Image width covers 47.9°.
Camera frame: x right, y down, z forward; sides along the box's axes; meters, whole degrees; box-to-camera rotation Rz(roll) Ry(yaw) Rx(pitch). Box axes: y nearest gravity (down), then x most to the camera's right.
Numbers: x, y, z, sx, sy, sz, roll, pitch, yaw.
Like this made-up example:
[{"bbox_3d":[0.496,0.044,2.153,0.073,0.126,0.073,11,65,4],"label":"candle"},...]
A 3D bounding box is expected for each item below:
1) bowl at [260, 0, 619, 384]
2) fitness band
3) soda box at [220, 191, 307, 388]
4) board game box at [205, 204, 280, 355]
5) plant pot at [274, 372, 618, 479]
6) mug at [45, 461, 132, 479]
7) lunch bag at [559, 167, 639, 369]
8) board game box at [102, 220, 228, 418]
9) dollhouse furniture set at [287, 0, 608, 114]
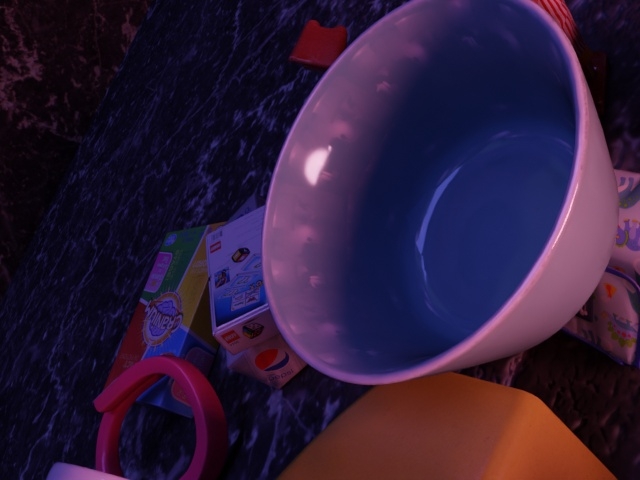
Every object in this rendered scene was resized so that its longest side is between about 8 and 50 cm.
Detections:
[{"bbox_3d":[0.109,-0.024,0.584,0.311,0.163,0.312,-26,53,41],"label":"bowl"},{"bbox_3d":[-0.241,0.288,1.044,0.291,0.054,0.209,-40,65,32],"label":"fitness band"},{"bbox_3d":[-0.079,0.064,1.032,0.098,0.091,0.286,-44,35,25],"label":"soda box"},{"bbox_3d":[0.000,0.000,0.907,0.305,0.053,0.193,-26,39,10],"label":"board game box"},{"bbox_3d":[0.105,0.218,0.554,0.212,0.212,0.187,3,54,56],"label":"plant pot"},{"bbox_3d":[-0.137,0.416,0.643,0.374,0.276,0.328,9,64,18],"label":"mug"},{"bbox_3d":[0.249,0.018,0.610,0.129,0.096,0.151,30,105,56],"label":"lunch bag"},{"bbox_3d":[-0.243,0.130,1.237,0.242,0.064,0.317,-8,58,52],"label":"board game box"},{"bbox_3d":[0.103,-0.171,0.801,0.374,0.201,0.152,-2,61,41],"label":"dollhouse furniture set"}]
